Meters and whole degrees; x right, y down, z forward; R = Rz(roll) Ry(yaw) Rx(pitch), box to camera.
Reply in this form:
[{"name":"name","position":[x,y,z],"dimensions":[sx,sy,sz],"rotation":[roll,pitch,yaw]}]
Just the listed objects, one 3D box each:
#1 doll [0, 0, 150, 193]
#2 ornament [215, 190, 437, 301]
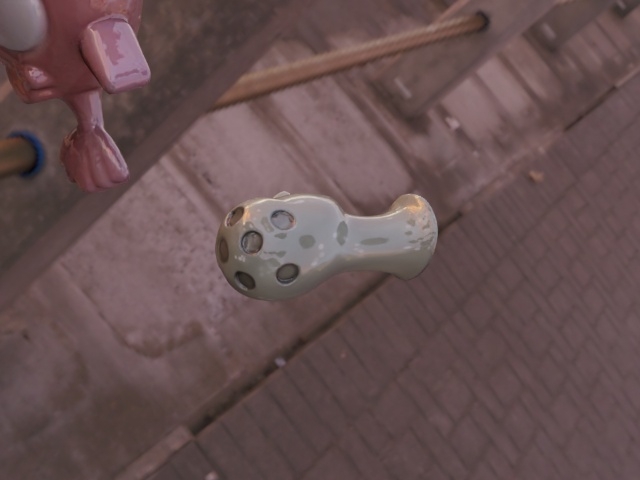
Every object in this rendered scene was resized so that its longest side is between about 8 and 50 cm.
[{"name":"doll","position":[-0.150,-0.152,0.594],"dimensions":[0.093,0.211,0.262],"rotation":[-22,111,-32]},{"name":"ornament","position":[0.000,0.000,0.789],"dimensions":[0.156,0.075,0.081],"rotation":[-4,63,-31]}]
